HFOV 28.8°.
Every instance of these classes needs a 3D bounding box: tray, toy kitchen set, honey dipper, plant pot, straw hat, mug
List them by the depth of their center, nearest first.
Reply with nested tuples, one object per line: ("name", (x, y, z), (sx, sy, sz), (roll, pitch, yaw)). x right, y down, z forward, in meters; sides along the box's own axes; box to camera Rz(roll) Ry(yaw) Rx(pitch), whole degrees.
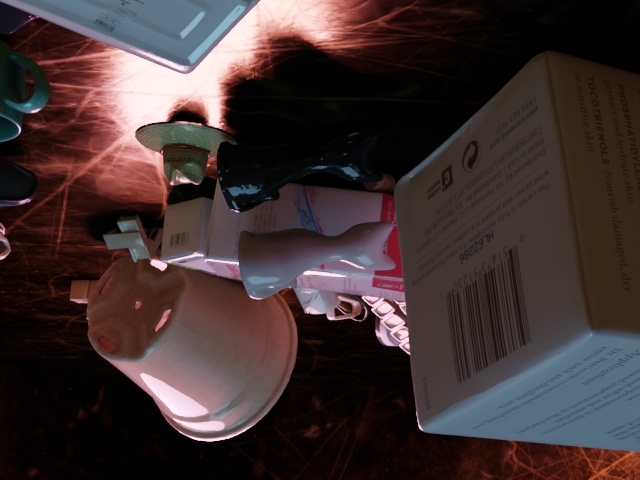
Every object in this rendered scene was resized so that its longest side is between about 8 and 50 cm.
("tray", (-0.172, -0.223, 1.098), (0.270, 0.030, 0.145), (17, 133, -44))
("mug", (-0.370, -0.170, 1.345), (0.157, 0.097, 0.129), (5, 166, -11))
("straw hat", (-0.179, -0.103, 1.651), (0.144, 0.061, 0.144), (3, 166, 1))
("honey dipper", (0.121, -0.070, 1.791), (0.030, 0.030, 0.160), (-8, 165, 39))
("toy kitchen set", (-0.316, -0.017, 2.094), (0.068, 0.075, 0.083), (-5, 125, 19))
("plant pot", (-0.263, 0.170, 2.343), (0.334, 0.334, 0.305), (-5, 152, 31))

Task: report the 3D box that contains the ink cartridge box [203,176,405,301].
("ink cartridge box", (0.000, 0.000, 1.815), (0.306, 0.131, 0.226), (8, 172, 2))

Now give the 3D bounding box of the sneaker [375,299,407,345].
("sneaker", (0.242, 0.180, 2.570), (0.178, 0.124, 0.295), (1, 175, 28))

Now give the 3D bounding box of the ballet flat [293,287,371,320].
("ballet flat", (0.018, 0.096, 2.345), (0.095, 0.096, 0.280), (-7, 163, 36))

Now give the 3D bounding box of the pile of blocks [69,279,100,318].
("pile of blocks", (-0.361, 0.165, 2.670), (0.362, 0.113, 0.149), (8, 165, -20))

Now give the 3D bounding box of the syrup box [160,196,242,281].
("syrup box", (-0.135, 0.006, 2.015), (0.093, 0.096, 0.237), (-11, 159, 43))

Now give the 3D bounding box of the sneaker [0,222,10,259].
("sneaker", (-0.623, 0.027, 2.178), (0.169, 0.108, 0.292), (6, 165, -1))

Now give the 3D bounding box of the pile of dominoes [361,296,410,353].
("pile of dominoes", (0.161, 0.102, 2.163), (0.196, 0.040, 0.251), (-7, 129, 50))

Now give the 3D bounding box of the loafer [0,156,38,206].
("loafer", (-0.497, -0.094, 1.722), (0.223, 0.076, 0.078), (14, 171, -25))

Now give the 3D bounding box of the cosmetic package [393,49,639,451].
("cosmetic package", (0.340, 0.037, 1.431), (0.393, 0.327, 0.329), (10, 150, -26))

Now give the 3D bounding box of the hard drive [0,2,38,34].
("hard drive", (-0.345, -0.252, 1.095), (0.254, 0.054, 0.172), (14, 162, -39))

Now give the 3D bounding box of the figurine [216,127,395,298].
("figurine", (-0.011, -0.038, 1.619), (0.209, 0.215, 0.092), (-8, -153, 6))
